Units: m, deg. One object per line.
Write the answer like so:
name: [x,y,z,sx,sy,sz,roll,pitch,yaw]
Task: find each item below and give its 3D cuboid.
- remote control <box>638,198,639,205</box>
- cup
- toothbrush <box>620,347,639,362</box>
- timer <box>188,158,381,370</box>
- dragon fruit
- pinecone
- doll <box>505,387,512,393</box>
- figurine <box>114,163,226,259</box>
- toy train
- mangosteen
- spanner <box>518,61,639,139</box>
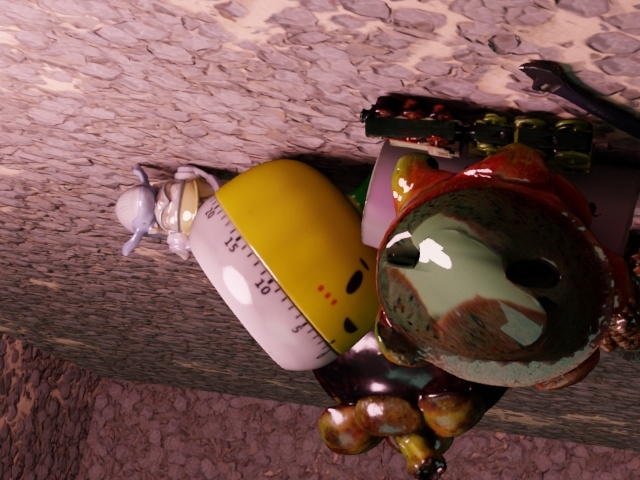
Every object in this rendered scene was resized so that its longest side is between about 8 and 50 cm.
remote control: [0.464,-0.023,1.714,0.184,0.027,0.050,21,162,-20]
cup: [0.202,-0.022,1.618,0.288,0.203,0.203,16,167,10]
toothbrush: [0.655,0.196,2.437,0.294,0.028,0.026,0,164,20]
timer: [0.000,0.000,1.807,0.285,0.285,0.285,10,166,3]
dragon fruit: [0.174,0.033,1.487,0.295,0.130,0.268,40,126,4]
pinecone: [0.372,0.060,1.855,0.173,0.174,0.173,10,166,3]
doll: [0.290,0.183,2.486,0.154,0.119,0.278,23,161,8]
figurine: [-0.191,-0.037,1.967,0.183,0.128,0.208,0,171,29]
toy train: [0.165,-0.111,1.531,0.249,0.053,0.085,8,167,10]
mangosteen: [0.131,0.158,2.092,0.330,0.330,0.330,10,166,3]
spanner: [0.270,-0.136,1.432,0.208,0.012,0.046,21,162,-37]
